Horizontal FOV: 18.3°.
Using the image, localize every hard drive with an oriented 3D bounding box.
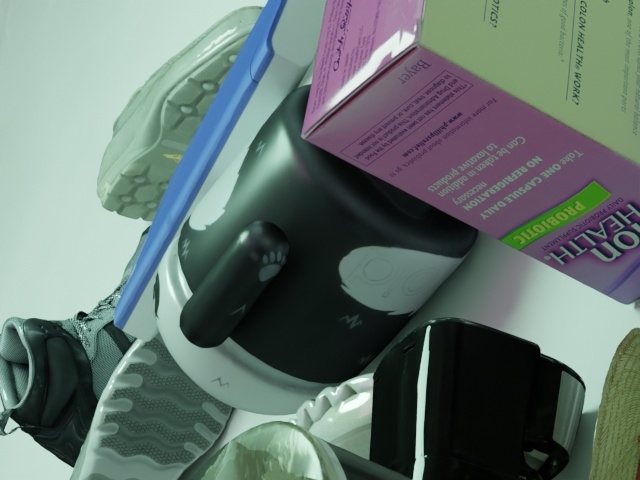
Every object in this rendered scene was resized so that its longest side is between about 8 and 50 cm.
[{"bbox_3d":[-0.067,-0.092,1.571,0.319,0.040,0.210,-58,9,41],"label":"hard drive"}]

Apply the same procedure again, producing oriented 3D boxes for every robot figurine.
[{"bbox_3d":[-0.002,-0.001,1.417,0.278,0.209,0.173,-50,39,30],"label":"robot figurine"}]

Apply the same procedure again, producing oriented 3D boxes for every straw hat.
[{"bbox_3d":[0.185,0.120,1.029,0.061,0.144,0.144,6,65,24],"label":"straw hat"}]

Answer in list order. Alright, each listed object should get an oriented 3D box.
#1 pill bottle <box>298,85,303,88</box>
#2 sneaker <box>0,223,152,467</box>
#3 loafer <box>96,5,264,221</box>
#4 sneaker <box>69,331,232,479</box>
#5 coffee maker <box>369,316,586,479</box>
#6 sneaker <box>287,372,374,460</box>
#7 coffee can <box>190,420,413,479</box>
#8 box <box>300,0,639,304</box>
[{"bbox_3d":[-0.027,-0.055,1.652,0.078,0.078,0.137,-2,64,65],"label":"pill bottle"},{"bbox_3d":[-0.205,0.078,1.798,0.101,0.153,0.269,-28,42,54],"label":"sneaker"},{"bbox_3d":[-0.125,-0.136,1.908,0.319,0.112,0.111,-40,41,45],"label":"loafer"},{"bbox_3d":[-0.163,0.173,1.672,0.281,0.105,0.115,-62,18,0],"label":"sneaker"},{"bbox_3d":[0.070,0.138,1.122,0.120,0.171,0.178,-24,45,36],"label":"coffee maker"},{"bbox_3d":[0.006,0.199,1.302,0.292,0.110,0.118,-57,30,37],"label":"sneaker"},{"bbox_3d":[0.061,0.226,0.915,0.201,0.275,0.201,-46,28,35],"label":"coffee can"},{"bbox_3d":[0.131,-0.117,1.165,0.117,0.243,0.214,-37,35,48],"label":"box"}]
